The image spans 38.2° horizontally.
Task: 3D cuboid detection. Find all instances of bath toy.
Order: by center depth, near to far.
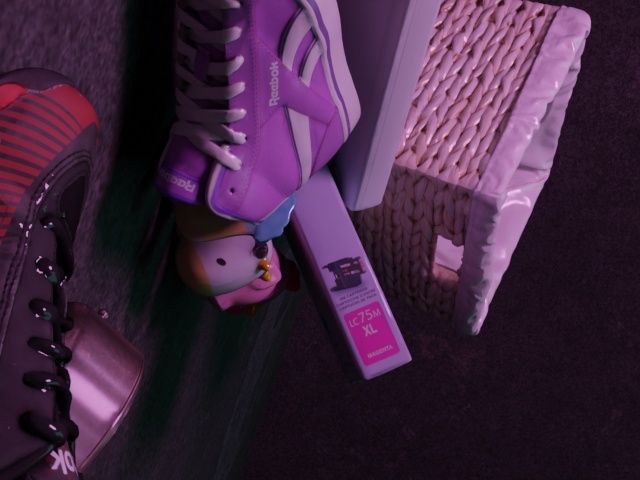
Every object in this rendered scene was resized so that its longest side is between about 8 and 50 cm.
[{"bbox_3d":[-0.081,0.002,0.916,0.348,0.129,0.151,97,13,-73],"label":"bath toy"}]

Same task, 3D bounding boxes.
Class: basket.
[{"bbox_3d":[0.158,-0.119,1.214,0.331,0.266,0.328,-58,161,-28],"label":"basket"}]

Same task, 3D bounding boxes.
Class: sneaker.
[{"bbox_3d":[-0.139,0.049,0.374,0.097,0.135,0.276,98,11,-60],"label":"sneaker"},{"bbox_3d":[-0.064,-0.107,0.629,0.161,0.102,0.282,-50,146,-14],"label":"sneaker"}]

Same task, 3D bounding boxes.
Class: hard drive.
[{"bbox_3d":[0.024,-0.220,0.873,0.353,0.047,0.233,102,-34,-57],"label":"hard drive"}]

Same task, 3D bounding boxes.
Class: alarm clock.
[{"bbox_3d":[-0.154,0.097,0.478,0.129,0.064,0.192,-44,-158,0],"label":"alarm clock"}]

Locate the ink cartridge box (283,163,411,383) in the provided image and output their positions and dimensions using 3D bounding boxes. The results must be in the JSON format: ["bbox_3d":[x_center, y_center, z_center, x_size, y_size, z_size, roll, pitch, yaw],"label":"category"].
[{"bbox_3d":[0.000,0.000,0.998,0.065,0.311,0.186,-25,173,-7],"label":"ink cartridge box"}]

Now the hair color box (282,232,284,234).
[{"bbox_3d":[0.021,-0.189,1.414,0.185,0.113,0.374,-37,147,-82],"label":"hair color box"}]
